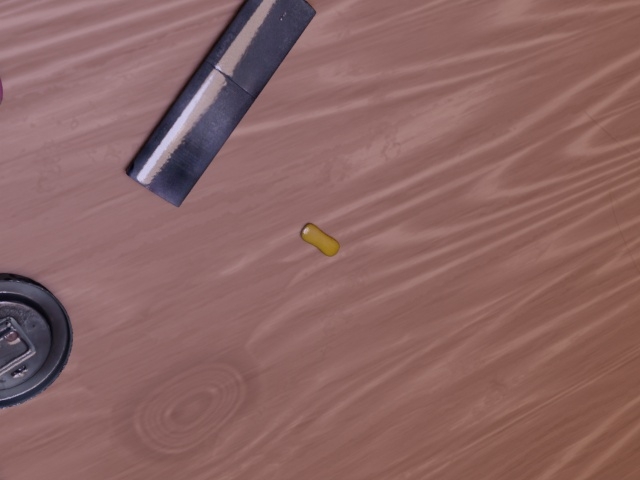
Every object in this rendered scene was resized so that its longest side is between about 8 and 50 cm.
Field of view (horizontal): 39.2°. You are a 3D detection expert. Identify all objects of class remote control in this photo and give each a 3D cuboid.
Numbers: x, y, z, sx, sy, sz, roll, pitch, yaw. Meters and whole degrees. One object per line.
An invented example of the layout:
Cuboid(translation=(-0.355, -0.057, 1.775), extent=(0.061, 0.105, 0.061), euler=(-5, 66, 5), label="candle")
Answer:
Cuboid(translation=(-0.151, -0.230, 1.385), extent=(0.107, 0.044, 0.377), euler=(34, 92, -40), label="remote control")

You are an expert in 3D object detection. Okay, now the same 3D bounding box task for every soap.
Cuboid(translation=(0.000, 0.000, 1.587), extent=(0.089, 0.012, 0.034), euler=(36, 91, -35), label="soap")

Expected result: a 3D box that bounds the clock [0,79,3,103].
Cuboid(translation=(-0.504, -0.249, 1.058), extent=(0.114, 0.284, 0.309), euler=(-5, 125, 16), label="clock")

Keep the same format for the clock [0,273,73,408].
Cuboid(translation=(-0.486, 0.152, 1.356), extent=(0.215, 0.042, 0.215), euler=(-11, 115, -26), label="clock")
